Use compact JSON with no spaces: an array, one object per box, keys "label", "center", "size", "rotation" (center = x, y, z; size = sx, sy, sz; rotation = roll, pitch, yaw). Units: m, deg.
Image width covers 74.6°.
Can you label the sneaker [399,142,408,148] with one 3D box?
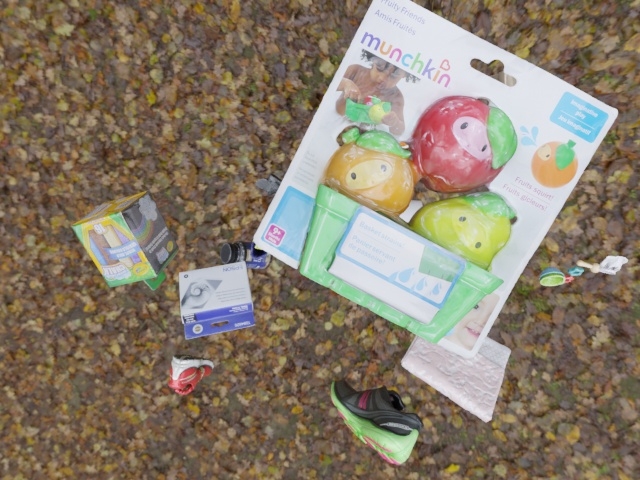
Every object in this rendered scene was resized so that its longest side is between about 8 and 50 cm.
[{"label":"sneaker","center":[0.307,-0.351,1.301],"size":[0.175,0.064,0.067],"rotation":[-35,135,-11]}]

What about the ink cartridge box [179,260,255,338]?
[{"label":"ink cartridge box","center":[-0.334,0.185,1.347],"size":[0.223,0.224,0.045],"rotation":[-10,147,-11]}]

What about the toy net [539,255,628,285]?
[{"label":"toy net","center":[0.777,0.102,1.246],"size":[0.232,0.045,0.122],"rotation":[-13,141,25]}]

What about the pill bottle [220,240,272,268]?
[{"label":"pill bottle","center":[-0.339,0.066,1.921],"size":[0.123,0.219,0.123],"rotation":[-7,80,46]}]

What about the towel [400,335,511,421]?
[{"label":"towel","center":[0.494,0.423,1.505],"size":[0.332,0.317,0.053],"rotation":[31,138,15]}]

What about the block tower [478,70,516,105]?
[{"label":"block tower","center":[0.310,-0.276,0.879],"size":[0.091,0.335,0.097],"rotation":[-10,104,-13]}]

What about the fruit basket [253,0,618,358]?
[{"label":"fruit basket","center":[0.132,-0.072,0.509],"size":[0.327,0.165,0.353],"rotation":[29,103,0]}]

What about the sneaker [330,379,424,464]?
[{"label":"sneaker","center":[0.204,0.643,1.578],"size":[0.202,0.483,0.185],"rotation":[-37,112,-21]}]

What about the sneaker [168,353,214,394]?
[{"label":"sneaker","center":[-0.426,0.431,1.349],"size":[0.107,0.279,0.118],"rotation":[11,73,6]}]

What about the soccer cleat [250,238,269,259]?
[{"label":"soccer cleat","center":[-0.191,-0.020,1.558],"size":[0.093,0.121,0.289],"rotation":[39,142,3]}]

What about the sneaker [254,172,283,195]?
[{"label":"sneaker","center":[-0.196,-0.224,1.821],"size":[0.170,0.051,0.089],"rotation":[38,110,-2]}]

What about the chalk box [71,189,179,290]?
[{"label":"chalk box","center":[-0.431,0.016,0.973],"size":[0.132,0.132,0.213],"rotation":[-12,115,13]}]

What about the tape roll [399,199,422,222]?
[{"label":"tape roll","center":[0.299,-0.004,1.502],"size":[0.100,0.286,0.286],"rotation":[3,105,6]}]
